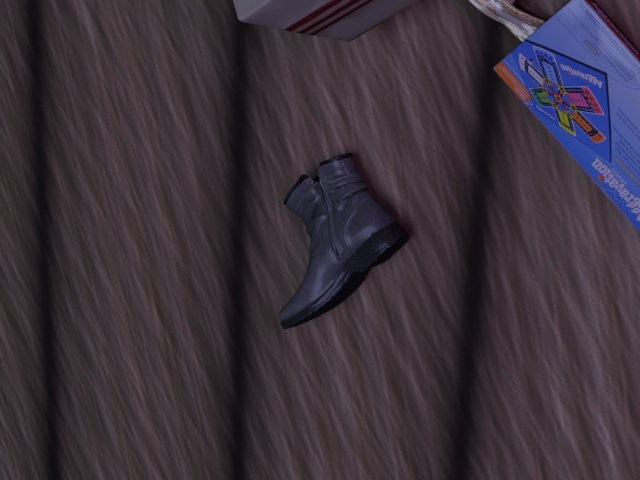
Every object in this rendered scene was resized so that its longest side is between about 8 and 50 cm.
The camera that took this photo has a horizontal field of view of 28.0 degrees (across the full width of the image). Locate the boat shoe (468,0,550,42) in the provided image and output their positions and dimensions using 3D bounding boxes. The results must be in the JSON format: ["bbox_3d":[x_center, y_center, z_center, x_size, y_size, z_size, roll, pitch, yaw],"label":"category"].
[{"bbox_3d":[0.229,-0.289,1.567,0.135,0.050,0.045,37,118,3],"label":"boat shoe"}]

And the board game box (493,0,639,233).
[{"bbox_3d":[0.352,-0.148,1.531,0.281,0.027,0.145,48,123,-2],"label":"board game box"}]

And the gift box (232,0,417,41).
[{"bbox_3d":[0.043,-0.406,1.521,0.258,0.276,0.255,-26,79,38],"label":"gift box"}]

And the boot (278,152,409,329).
[{"bbox_3d":[0.000,0.000,1.792,0.246,0.083,0.161,-44,76,28],"label":"boot"}]
